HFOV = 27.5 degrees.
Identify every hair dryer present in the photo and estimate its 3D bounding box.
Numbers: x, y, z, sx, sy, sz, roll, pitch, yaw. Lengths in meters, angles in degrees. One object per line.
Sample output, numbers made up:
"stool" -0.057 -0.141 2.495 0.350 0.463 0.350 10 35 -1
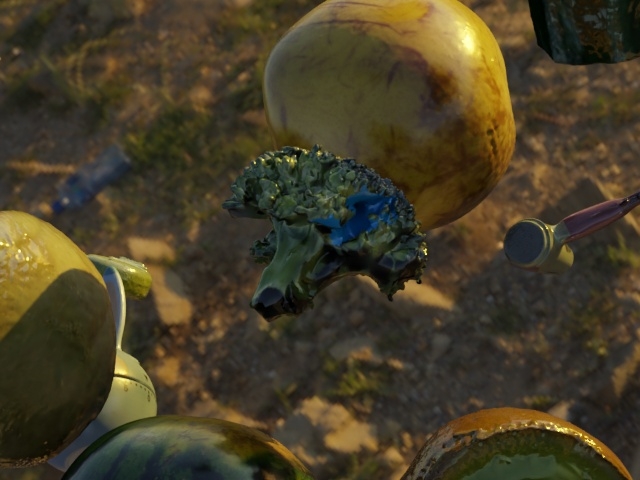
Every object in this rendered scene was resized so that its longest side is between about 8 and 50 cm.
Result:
"hair dryer" 0.280 -0.011 1.385 0.154 0.106 0.054 -28 67 27

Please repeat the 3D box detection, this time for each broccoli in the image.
"broccoli" 0.000 0.000 1.110 0.154 0.167 0.160 -19 36 58

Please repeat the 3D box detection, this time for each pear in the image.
"pear" 0.075 -0.142 1.407 0.280 0.281 0.281 -24 39 21

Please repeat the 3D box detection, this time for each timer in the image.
"timer" -0.292 0.158 1.581 0.175 0.175 0.255 -25 76 20

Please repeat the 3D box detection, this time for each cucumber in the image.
"cucumber" 0.253 -0.233 1.063 0.191 0.130 0.191 -13 26 6

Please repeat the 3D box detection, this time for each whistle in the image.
"whistle" -0.330 0.032 1.826 0.057 0.198 0.104 -69 15 -5

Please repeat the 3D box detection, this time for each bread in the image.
"bread" 0.173 0.261 1.176 0.236 0.236 0.070 -39 13 2

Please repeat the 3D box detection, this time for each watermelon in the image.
"watermelon" -0.103 0.266 1.080 0.269 0.269 0.269 -24 39 21

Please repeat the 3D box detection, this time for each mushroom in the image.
"mushroom" -0.341 0.129 1.367 0.292 0.212 0.217 -51 -8 -4
